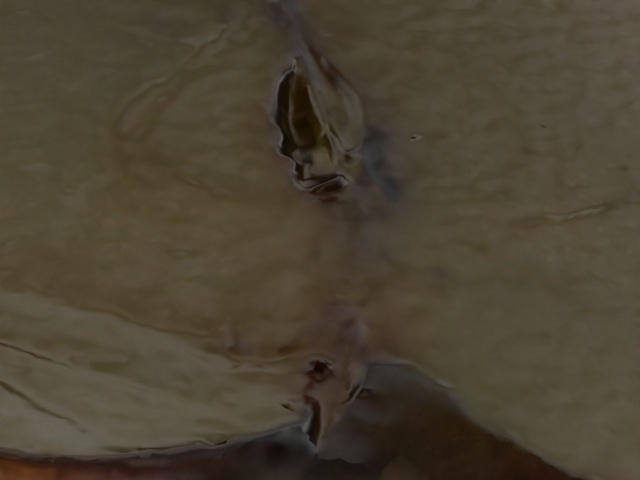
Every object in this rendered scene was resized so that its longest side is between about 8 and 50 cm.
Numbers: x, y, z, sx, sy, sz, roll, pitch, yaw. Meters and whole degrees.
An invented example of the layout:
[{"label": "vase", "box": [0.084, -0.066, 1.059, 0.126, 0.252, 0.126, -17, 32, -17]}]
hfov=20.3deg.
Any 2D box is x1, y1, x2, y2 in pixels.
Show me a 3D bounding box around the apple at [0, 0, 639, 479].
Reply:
[{"label": "apple", "box": [0.000, 0.000, 0.617, 0.295, 0.365, 0.329, -41, -53, 20]}]
